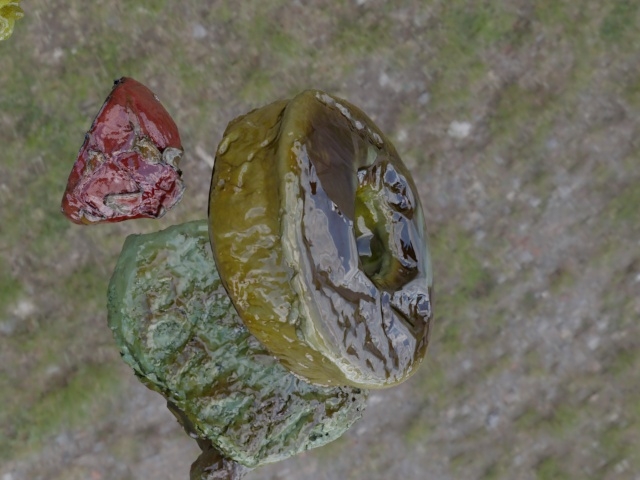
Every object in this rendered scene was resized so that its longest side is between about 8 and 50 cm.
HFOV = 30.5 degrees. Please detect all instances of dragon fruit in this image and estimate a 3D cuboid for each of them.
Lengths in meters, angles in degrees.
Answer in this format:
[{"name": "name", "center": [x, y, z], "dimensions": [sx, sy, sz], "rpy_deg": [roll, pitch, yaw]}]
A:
[{"name": "dragon fruit", "center": [-0.252, -0.102, 1.619], "dimensions": [0.148, 0.218, 0.224], "rpy_deg": [23, 138, -5]}]

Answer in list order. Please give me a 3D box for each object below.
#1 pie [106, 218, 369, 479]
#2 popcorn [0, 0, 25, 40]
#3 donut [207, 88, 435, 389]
[{"name": "pie", "center": [-0.113, 0.140, 1.811], "dimensions": [0.395, 0.418, 0.180], "rpy_deg": [-26, -177, -36]}, {"name": "popcorn", "center": [-0.462, -0.320, 1.490], "dimensions": [0.197, 0.197, 0.156], "rpy_deg": [3, 99, -33]}, {"name": "donut", "center": [0.000, 0.000, 1.216], "dimensions": [0.159, 0.330, 0.330], "rpy_deg": [-5, 149, 30]}]
